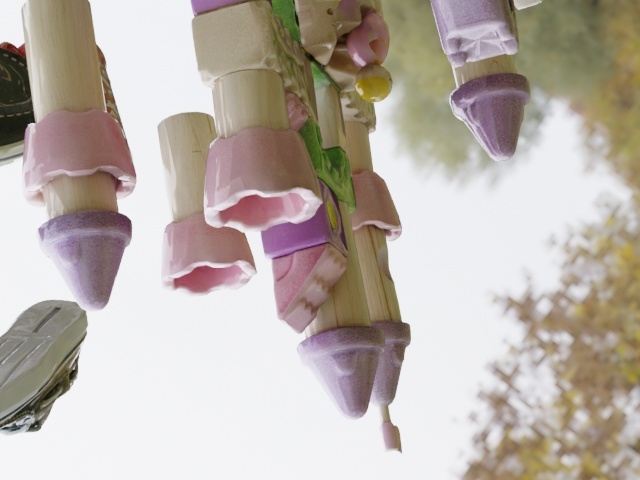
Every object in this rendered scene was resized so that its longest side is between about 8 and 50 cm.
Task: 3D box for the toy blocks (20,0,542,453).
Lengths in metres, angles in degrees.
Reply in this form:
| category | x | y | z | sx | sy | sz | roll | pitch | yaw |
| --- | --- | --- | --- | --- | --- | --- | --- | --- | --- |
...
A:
| category | x | y | z | sx | sy | sz | roll | pitch | yaw |
| --- | --- | --- | --- | --- | --- | --- | --- | --- | --- |
| toy blocks | 0.009 | -0.020 | 1.068 | 0.288 | 0.309 | 0.260 | 42 | -144 | -67 |

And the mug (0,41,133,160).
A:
| category | x | y | z | sx | sy | sz | roll | pitch | yaw |
| --- | --- | --- | --- | --- | --- | --- | --- | --- | --- |
| mug | -0.273 | -0.122 | 1.815 | 0.150 | 0.113 | 0.169 | 5 | -140 | -30 |

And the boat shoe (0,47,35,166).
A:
| category | x | y | z | sx | sy | sz | roll | pitch | yaw |
| --- | --- | --- | --- | --- | --- | --- | --- | --- | --- |
| boat shoe | -0.442 | -0.186 | 1.562 | 0.500 | 0.156 | 0.186 | 16 | -146 | -34 |

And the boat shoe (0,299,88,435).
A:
| category | x | y | z | sx | sy | sz | roll | pitch | yaw |
| --- | --- | --- | --- | --- | --- | --- | --- | --- | --- |
| boat shoe | -0.361 | 0.180 | 2.138 | 0.121 | 0.119 | 0.335 | 4 | -161 | 19 |
